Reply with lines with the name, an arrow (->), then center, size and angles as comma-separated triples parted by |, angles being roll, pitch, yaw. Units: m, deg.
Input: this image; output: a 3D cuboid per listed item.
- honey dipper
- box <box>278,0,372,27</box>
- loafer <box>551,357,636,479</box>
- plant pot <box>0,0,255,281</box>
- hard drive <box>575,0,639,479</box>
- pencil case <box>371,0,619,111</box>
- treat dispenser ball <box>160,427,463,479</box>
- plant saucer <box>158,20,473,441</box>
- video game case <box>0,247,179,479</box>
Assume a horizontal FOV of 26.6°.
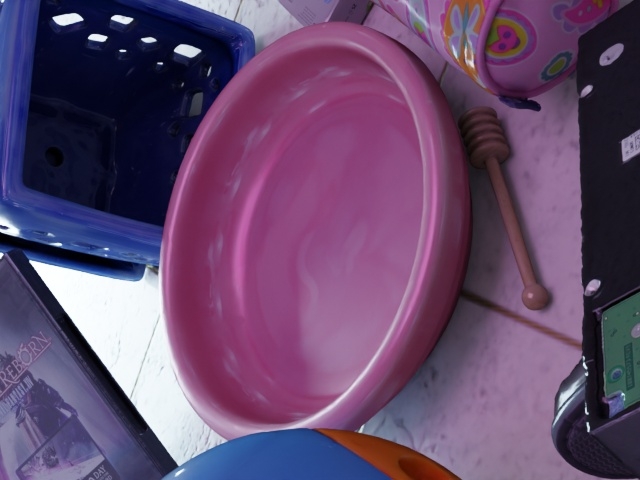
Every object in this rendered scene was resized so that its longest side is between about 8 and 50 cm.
honey dipper -> 0.131, -0.023, 0.944 | 0.030, 0.030, 0.160 | -40, 51, 36
box -> 0.024, -0.278, 1.171 | 0.186, 0.038, 0.145 | -59, 39, 17
loafer -> 0.250, 0.025, 0.728 | 0.302, 0.109, 0.095 | -39, 29, 29
plant pot -> -0.213, -0.092, 1.251 | 0.212, 0.236, 0.236 | -22, 60, 53
hard drive -> 0.239, -0.057, 0.667 | 0.237, 0.064, 0.339 | -34, 26, 31
pencil case -> 0.095, -0.204, 0.973 | 0.124, 0.124, 0.284 | -60, 41, 17
treat dispenser ball -> -0.005, 0.253, 0.791 | 0.288, 0.288, 0.288 | -24, 58, 46
plant saucer -> 0.000, 0.000, 1.045 | 0.332, 0.084, 0.332 | -17, 67, 46
video game case -> -0.250, 0.170, 1.235 | 0.274, 0.026, 0.196 | 52, 125, 7
